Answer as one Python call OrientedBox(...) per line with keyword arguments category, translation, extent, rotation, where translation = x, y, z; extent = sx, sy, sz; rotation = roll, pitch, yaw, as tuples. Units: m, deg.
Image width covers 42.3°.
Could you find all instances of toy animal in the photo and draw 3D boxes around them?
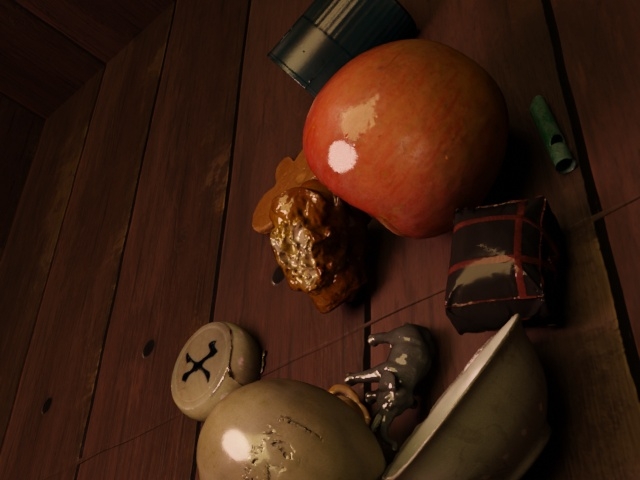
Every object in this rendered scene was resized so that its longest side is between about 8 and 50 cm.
OrientedBox(category="toy animal", translation=(0.116, 0.245, 1.418), extent=(0.137, 0.082, 0.269), rotation=(-17, 36, 42))

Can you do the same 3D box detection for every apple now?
OrientedBox(category="apple", translation=(0.164, -0.188, 1.495), extent=(0.364, 0.364, 0.364), rotation=(-31, 42, 32))

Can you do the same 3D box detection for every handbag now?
OrientedBox(category="handbag", translation=(0.299, 0.041, 1.330), extent=(0.169, 0.155, 0.215), rotation=(-9, 52, 30))

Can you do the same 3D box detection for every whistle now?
OrientedBox(category="whistle", translation=(0.413, -0.193, 1.483), extent=(0.039, 0.039, 0.186), rotation=(-37, 38, 26))

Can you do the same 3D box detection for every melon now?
OrientedBox(category="melon", translation=(-0.040, 0.362, 1.297), extent=(0.330, 0.268, 0.268), rotation=(32, 89, 30))

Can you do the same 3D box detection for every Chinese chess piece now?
OrientedBox(category="Chinese chess piece", translation=(-0.231, 0.288, 1.837), extent=(0.238, 0.092, 0.237), rotation=(-31, 41, 31))

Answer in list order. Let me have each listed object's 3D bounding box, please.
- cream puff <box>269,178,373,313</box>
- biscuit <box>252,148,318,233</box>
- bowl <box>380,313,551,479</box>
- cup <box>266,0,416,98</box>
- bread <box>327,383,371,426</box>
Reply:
OrientedBox(category="cream puff", translation=(0.000, 0.000, 1.644), extent=(0.155, 0.269, 0.241), rotation=(-13, 42, 32))
OrientedBox(category="biscuit", translation=(-0.044, -0.147, 2.002), extent=(0.339, 0.047, 0.216), rotation=(-51, 32, 12))
OrientedBox(category="bowl", translation=(0.241, 0.269, 1.193), extent=(0.313, 0.146, 0.313), rotation=(-50, -8, -10))
OrientedBox(category="cup", translation=(0.067, -0.470, 2.004), extent=(0.242, 0.308, 0.292), rotation=(44, 100, 23))
OrientedBox(category="bread", translation=(0.005, 0.376, 1.483), extent=(0.225, 0.081, 0.134), rotation=(-49, 40, 7))
